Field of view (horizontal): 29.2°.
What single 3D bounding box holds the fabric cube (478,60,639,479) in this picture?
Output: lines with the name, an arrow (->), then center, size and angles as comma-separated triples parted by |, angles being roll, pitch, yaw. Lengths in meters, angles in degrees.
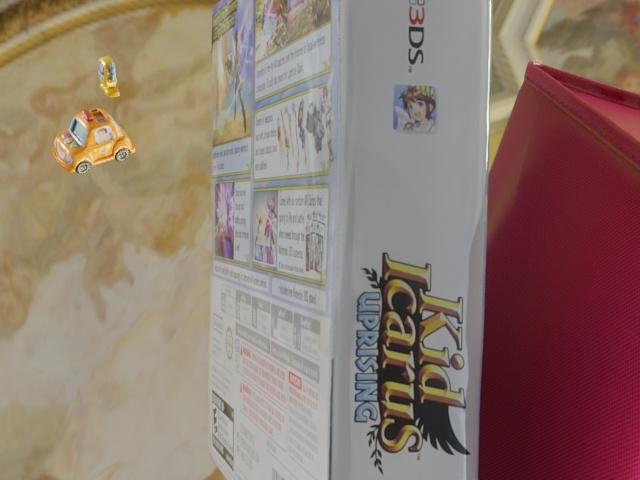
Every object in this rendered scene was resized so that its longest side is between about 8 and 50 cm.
fabric cube -> 0.191, 0.103, 0.534 | 0.259, 0.254, 0.258 | 14, -70, -14

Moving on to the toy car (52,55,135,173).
toy car -> -0.176, -0.101, 0.925 | 0.060, 0.040, 0.122 | -8, -138, -13

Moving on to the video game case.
video game case -> 0.000, 0.000, 0.534 | 0.061, 0.269, 0.244 | -1, -88, -14
